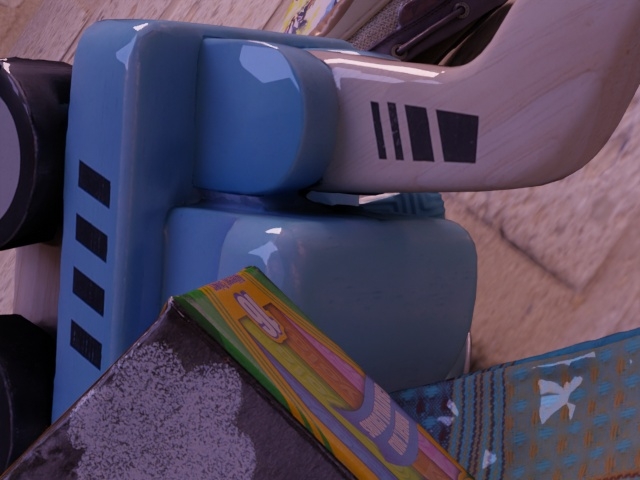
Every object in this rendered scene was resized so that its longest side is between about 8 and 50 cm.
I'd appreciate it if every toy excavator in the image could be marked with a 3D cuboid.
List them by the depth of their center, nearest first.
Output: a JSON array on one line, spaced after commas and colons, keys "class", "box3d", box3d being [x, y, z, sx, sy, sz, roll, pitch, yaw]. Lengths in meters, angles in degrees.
[{"class": "toy excavator", "box3d": [0.013, -0.034, 0.781, 0.445, 0.222, 0.433, 10, 97, 41]}]

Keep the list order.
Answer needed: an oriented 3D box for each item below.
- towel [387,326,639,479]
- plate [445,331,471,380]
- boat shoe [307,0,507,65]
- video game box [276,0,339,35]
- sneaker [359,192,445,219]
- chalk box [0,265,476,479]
[{"class": "towel", "box3d": [0.126, 0.139, 0.574, 0.370, 0.040, 0.271, -20, 41, 43]}, {"class": "plate", "box3d": [0.031, 0.114, 0.894, 0.188, 0.024, 0.188, -44, 25, 27]}, {"class": "boat shoe", "box3d": [0.021, -0.102, 1.100, 0.285, 0.092, 0.103, -49, -12, 7]}, {"class": "video game box", "box3d": [0.022, -0.177, 1.273, 0.205, 0.048, 0.187, -14, 46, 59]}, {"class": "sneaker", "box3d": [0.000, 0.000, 1.030, 0.228, 0.087, 0.092, -29, 33, 46]}, {"class": "chalk box", "box3d": [-0.006, 0.131, 0.568, 0.132, 0.213, 0.132, -46, -4, 10]}]
